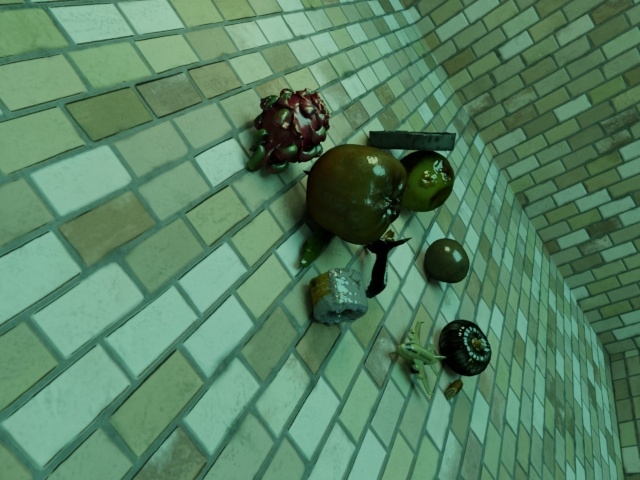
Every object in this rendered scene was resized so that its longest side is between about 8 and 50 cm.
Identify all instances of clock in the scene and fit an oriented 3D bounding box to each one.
[{"bbox_3d":[0.342,-0.378,1.951,0.325,0.326,0.067,-20,115,-57],"label":"clock"}]

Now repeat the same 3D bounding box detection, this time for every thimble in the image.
[{"bbox_3d":[0.049,0.146,1.336,0.152,0.127,0.117,13,55,-43],"label":"thimble"}]

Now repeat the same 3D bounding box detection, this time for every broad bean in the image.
[{"bbox_3d":[-0.001,-0.001,1.450,0.060,0.043,0.297,66,31,-13],"label":"broad bean"}]

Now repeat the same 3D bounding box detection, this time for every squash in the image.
[{"bbox_3d":[0.496,0.365,1.773,0.193,0.155,0.193,23,34,-16],"label":"squash"}]

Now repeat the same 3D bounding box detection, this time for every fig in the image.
[{"bbox_3d":[0.387,-0.225,1.990,0.239,0.240,0.271,64,2,2],"label":"fig"}]

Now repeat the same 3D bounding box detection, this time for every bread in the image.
[{"bbox_3d":[0.440,0.489,1.707,0.036,0.046,0.083,40,25,21],"label":"bread"}]

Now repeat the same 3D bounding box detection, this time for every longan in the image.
[{"bbox_3d":[0.470,0.080,1.925,0.187,0.168,0.167,34,43,-34],"label":"longan"}]

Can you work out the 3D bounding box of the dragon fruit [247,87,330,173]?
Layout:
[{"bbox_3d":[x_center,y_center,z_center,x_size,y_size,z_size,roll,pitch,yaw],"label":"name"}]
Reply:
[{"bbox_3d":[-0.079,-0.297,1.414,0.218,0.199,0.272,47,36,-37],"label":"dragon fruit"}]

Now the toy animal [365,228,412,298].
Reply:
[{"bbox_3d":[0.190,0.004,1.571,0.272,0.197,0.160,66,23,-3],"label":"toy animal"}]

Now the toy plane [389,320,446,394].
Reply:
[{"bbox_3d":[0.292,0.345,1.562,0.244,0.093,0.228,24,51,-43],"label":"toy plane"}]

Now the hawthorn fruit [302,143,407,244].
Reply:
[{"bbox_3d":[0.080,-0.142,1.438,0.301,0.267,0.268,27,21,27],"label":"hawthorn fruit"}]
